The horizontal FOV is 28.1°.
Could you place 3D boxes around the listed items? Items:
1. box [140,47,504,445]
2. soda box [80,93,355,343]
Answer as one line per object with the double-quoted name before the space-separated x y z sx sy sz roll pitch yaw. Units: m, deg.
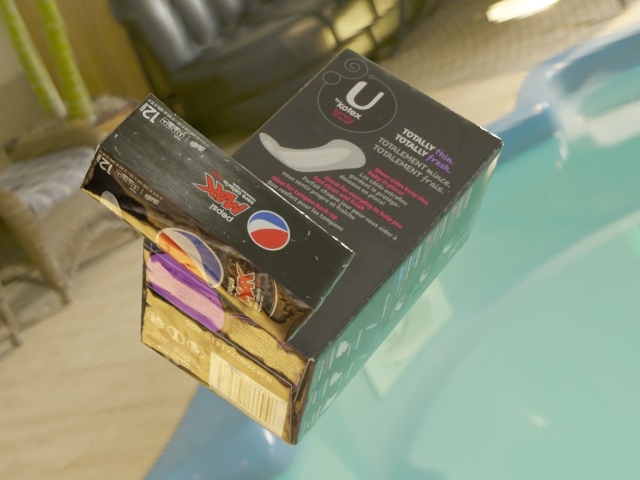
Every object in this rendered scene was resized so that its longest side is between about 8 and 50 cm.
"box" 0.000 0.000 1.030 0.165 0.143 0.270 34 57 15
"soda box" -0.066 -0.013 0.812 0.060 0.169 0.053 -53 0 -37
